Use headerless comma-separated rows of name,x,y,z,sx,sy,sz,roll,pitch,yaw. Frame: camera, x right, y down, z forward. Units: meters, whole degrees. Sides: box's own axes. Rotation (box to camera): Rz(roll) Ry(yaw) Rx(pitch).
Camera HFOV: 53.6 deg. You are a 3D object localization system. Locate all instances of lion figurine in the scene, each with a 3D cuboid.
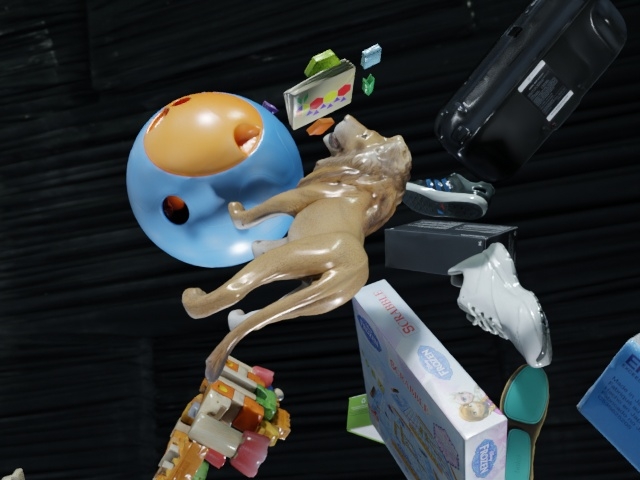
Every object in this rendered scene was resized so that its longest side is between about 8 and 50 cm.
lion figurine,0.000,0.000,0.751,0.392,0.240,0.142,-85,156,-54

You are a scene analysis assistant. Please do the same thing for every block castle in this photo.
block castle,-0.221,0.469,1.456,0.303,0.213,0.453,-60,-173,6

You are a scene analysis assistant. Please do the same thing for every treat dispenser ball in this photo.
treat dispenser ball,-0.172,-0.100,1.051,0.288,0.288,0.288,-9,90,-78

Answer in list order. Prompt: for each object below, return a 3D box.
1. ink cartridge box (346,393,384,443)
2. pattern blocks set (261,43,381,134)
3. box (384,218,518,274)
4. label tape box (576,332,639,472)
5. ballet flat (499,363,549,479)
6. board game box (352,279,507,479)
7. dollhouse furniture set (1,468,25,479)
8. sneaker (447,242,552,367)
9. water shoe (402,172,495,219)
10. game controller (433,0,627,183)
ink cartridge box,0.225,0.470,1.698,0.189,0.255,0.097,29,51,-32
pattern blocks set,-0.004,-0.340,1.496,0.026,0.325,0.285,56,-24,20
box,0.312,0.016,1.519,0.184,0.261,0.103,-10,103,-50
label tape box,0.443,0.143,0.546,0.249,0.348,0.115,50,-33,35
ballet flat,0.337,0.325,1.093,0.073,0.080,0.232,91,21,-59
board game box,0.158,0.272,0.960,0.318,0.066,0.318,-129,-157,-50
dollhouse furniture set,-0.458,0.577,1.084,0.355,0.174,0.303,-179,-104,-76
sneaker,0.330,0.128,1.165,0.297,0.129,0.111,-105,172,-57
water shoe,0.248,-0.093,1.261,0.080,0.203,0.073,-52,138,-25
game controller,0.316,-0.238,0.948,0.166,0.319,0.067,36,9,-30
